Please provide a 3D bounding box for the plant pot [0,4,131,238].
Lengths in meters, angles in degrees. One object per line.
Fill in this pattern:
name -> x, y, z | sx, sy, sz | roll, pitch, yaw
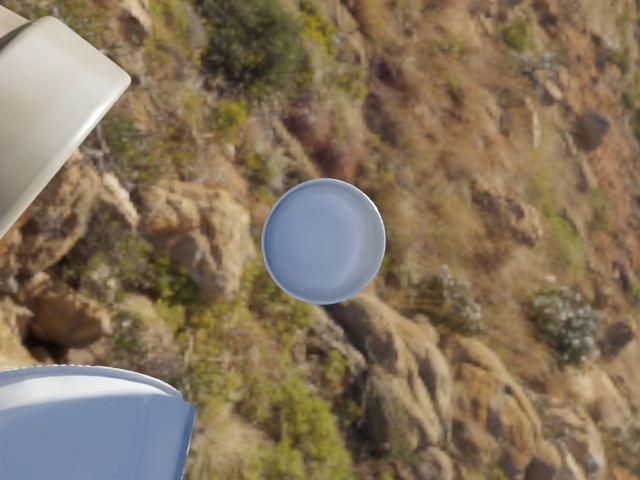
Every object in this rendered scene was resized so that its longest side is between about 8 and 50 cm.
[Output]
plant pot -> -0.319, -0.061, 0.618 | 0.280, 0.323, 0.323 | 39, 47, -14

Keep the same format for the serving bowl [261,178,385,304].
serving bowl -> 0.000, 0.000, 0.720 | 0.027, 0.083, 0.083 | -158, -115, -79

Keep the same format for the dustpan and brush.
dustpan and brush -> -0.175, 0.116, 0.474 | 0.211, 0.060, 0.147 | 10, 99, -23
